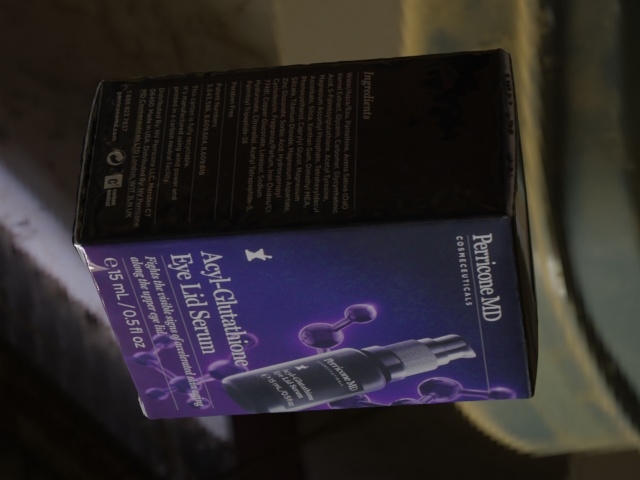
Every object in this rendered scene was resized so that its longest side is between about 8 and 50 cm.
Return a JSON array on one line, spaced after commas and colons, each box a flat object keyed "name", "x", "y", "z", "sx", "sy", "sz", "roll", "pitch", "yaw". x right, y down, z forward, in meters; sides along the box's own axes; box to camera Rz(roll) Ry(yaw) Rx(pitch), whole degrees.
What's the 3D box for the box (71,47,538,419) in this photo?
[{"name": "box", "x": 0.000, "y": 0.000, "z": 0.952, "sx": 0.153, "sy": 0.207, "sz": 0.108, "roll": 75, "pitch": -166, "yaw": -50}]
